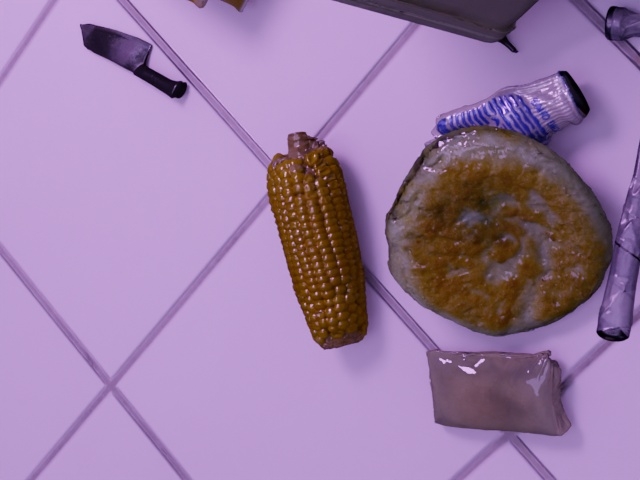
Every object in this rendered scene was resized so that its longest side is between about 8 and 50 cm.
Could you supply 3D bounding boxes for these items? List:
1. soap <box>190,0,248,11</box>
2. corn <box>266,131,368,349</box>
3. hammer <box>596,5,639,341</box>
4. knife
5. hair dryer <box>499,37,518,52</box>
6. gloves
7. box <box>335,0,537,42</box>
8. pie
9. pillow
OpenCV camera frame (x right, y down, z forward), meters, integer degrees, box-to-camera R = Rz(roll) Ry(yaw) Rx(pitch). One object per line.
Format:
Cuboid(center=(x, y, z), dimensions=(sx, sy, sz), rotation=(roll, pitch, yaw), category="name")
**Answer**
Cuboid(center=(-0.173, -0.535, 1.887), dimensions=(0.293, 0.156, 0.335), rotation=(42, 115, 21), category="soap")
Cuboid(center=(0.000, 0.000, 1.906), dimensions=(0.119, 0.119, 0.321), rotation=(-12, 97, 30), category="corn")
Cuboid(center=(0.397, -0.084, 1.661), dimensions=(0.152, 0.044, 0.426), rotation=(13, 91, 24), category="hammer")
Cuboid(center=(-0.298, -0.293, 2.075), dimensions=(0.230, 0.028, 0.060), rotation=(30, 100, 25), category="knife")
Cuboid(center=(0.214, -0.307, 1.780), dimensions=(0.150, 0.047, 0.071), rotation=(47, 121, 2), category="hair dryer")
Cuboid(center=(0.242, -0.156, 1.746), dimensions=(0.229, 0.119, 0.097), rotation=(-14, 55, 32), category="gloves")
Cuboid(center=(0.169, -0.421, 1.540), dimensions=(0.344, 0.352, 0.177), rotation=(-40, 47, 50), category="box")
Cuboid(center=(0.235, -0.004, 1.755), dimensions=(0.323, 0.070, 0.323), rotation=(7, 125, 11), category="pie")
Cuboid(center=(0.245, 0.211, 1.841), dimensions=(0.208, 0.053, 0.119), rotation=(-2, 96, 33), category="pillow")
